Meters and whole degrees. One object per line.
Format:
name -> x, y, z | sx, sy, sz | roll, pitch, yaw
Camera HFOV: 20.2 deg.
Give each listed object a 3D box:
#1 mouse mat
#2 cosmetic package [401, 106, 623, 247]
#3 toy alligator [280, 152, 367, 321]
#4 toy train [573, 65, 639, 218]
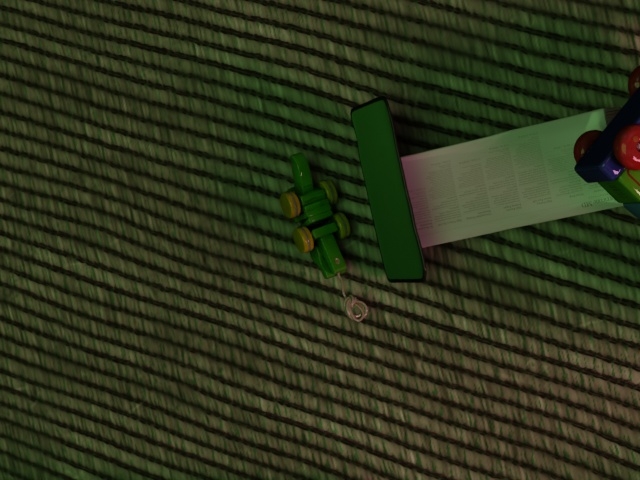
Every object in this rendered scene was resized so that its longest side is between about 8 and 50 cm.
mouse mat -> 0.068, -0.049, 1.825 | 0.007, 0.152, 0.189 | -12, 91, -13
cosmetic package -> 0.191, -0.060, 1.796 | 0.239, 0.060, 0.098 | -12, 89, 27
toy alligator -> 0.000, 0.000, 1.906 | 0.189, 0.056, 0.051 | 69, 159, 2
toy train -> 0.365, -0.118, 1.688 | 0.143, 0.105, 0.248 | 43, 78, -13
